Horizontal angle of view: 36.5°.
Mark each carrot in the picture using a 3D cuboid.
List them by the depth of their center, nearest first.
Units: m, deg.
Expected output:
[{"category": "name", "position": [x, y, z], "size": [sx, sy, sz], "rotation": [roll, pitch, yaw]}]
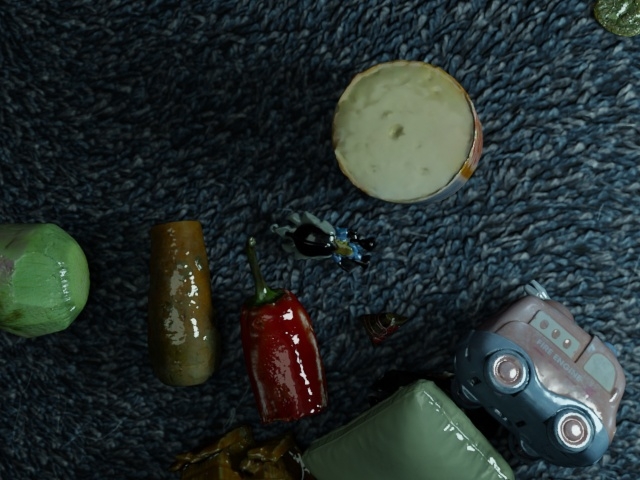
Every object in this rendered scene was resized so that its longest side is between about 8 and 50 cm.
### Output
[{"category": "carrot", "position": [-0.261, 0.118, 1.795], "size": [0.139, 0.139, 0.301], "rotation": [-9, 88, 12]}]

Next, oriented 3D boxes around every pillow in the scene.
[{"category": "pillow", "position": [0.143, 0.391, 1.670], "size": [0.255, 0.120, 0.322], "rotation": [48, 124, -5]}]

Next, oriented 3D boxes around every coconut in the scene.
[{"category": "coconut", "position": [-0.559, 0.069, 1.822], "size": [0.236, 0.236, 0.204], "rotation": [-8, 55, 12]}]

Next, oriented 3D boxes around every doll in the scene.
[{"category": "doll", "position": [0.000, 0.000, 1.769], "size": [0.195, 0.070, 0.096], "rotation": [15, 111, 7]}]

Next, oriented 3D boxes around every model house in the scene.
[{"category": "model house", "position": [-0.140, 0.423, 1.747], "size": [0.199, 0.220, 0.229], "rotation": [-37, 39, 18]}]

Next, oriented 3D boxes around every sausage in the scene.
[{"category": "sausage", "position": [0.153, -0.171, 1.622], "size": [0.233, 0.287, 0.233], "rotation": [0, 91, 13]}]

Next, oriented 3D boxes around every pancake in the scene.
[{"category": "pancake", "position": [0.529, -0.406, 1.676], "size": [0.108, 0.017, 0.108], "rotation": [0, 91, 12]}]

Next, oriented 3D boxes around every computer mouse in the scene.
[{"category": "computer mouse", "position": [0.201, 0.303, 1.726], "size": [0.242, 0.077, 0.146], "rotation": [13, 92, 12]}]

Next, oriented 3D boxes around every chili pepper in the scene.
[{"category": "chili pepper", "position": [-0.083, 0.156, 1.756], "size": [0.135, 0.131, 0.338], "rotation": [-16, 91, 37]}]

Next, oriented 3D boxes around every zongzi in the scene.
[{"category": "zongzi", "position": [0.113, 0.147, 1.745], "size": [0.083, 0.073, 0.067], "rotation": [-24, 68, 10]}]

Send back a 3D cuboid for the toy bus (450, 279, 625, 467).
[{"category": "toy bus", "position": [0.378, 0.224, 1.623], "size": [0.294, 0.197, 0.232], "rotation": [41, 70, 5]}]
